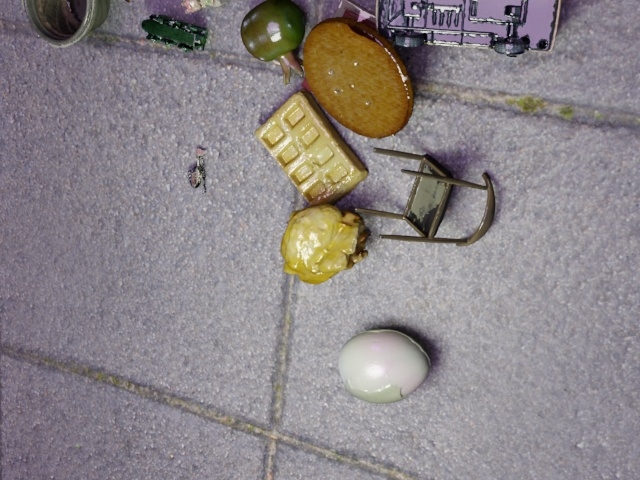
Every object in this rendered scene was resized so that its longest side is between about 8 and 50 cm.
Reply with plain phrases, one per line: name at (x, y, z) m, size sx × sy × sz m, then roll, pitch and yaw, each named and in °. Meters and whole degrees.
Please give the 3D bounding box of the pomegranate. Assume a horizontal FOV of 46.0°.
pomegranate at (-0.094, -0.467, 1.766) m, size 0.152 × 0.131 × 0.191 m, roll -24°, pitch 108°, yaw 34°

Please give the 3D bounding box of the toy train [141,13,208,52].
toy train at (-0.355, -0.516, 1.868) m, size 0.170 × 0.111 × 0.071 m, roll 19°, pitch 112°, yaw 13°

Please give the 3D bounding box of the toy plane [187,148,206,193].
toy plane at (-0.324, -0.183, 1.987) m, size 0.049 × 0.031 × 0.121 m, roll 9°, pitch 110°, yaw 15°

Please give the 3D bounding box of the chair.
chair at (0.242, -0.093, 1.715) m, size 0.272 × 0.166 × 0.188 m, roll 8°, pitch 112°, yaw -24°

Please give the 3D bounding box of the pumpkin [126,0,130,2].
pumpkin at (-0.512, -0.664, 1.918) m, size 0.073 × 0.035 × 0.101 m, roll 41°, pitch 160°, yaw 11°

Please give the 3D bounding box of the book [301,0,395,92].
book at (0.068, -0.425, 1.761) m, size 0.162 × 0.022 × 0.232 m, roll 32°, pitch 114°, yaw 9°

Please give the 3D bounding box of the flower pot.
flower pot at (-0.636, -0.616, 1.937) m, size 0.235 × 0.140 × 0.236 m, roll 5°, pitch 104°, yaw 22°

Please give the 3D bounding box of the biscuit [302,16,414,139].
biscuit at (0.083, -0.356, 1.669) m, size 0.305 × 0.038 × 0.305 m, roll 31°, pitch 147°, yaw 23°

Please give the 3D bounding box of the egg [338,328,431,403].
egg at (0.160, 0.303, 1.836) m, size 0.217 × 0.183 × 0.183 m, roll -15°, pitch 98°, yaw 20°

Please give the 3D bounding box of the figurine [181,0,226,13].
figurine at (-0.307, -0.599, 1.828) m, size 0.146 × 0.098 × 0.081 m, roll -2°, pitch 116°, yaw 21°

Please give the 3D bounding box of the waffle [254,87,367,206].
waffle at (-0.025, -0.216, 1.838) m, size 0.168 × 0.057 × 0.274 m, roll -38°, pitch 88°, yaw 26°

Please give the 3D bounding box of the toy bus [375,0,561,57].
toy bus at (0.307, -0.483, 1.551) m, size 0.365 × 0.202 × 0.177 m, roll 10°, pitch 114°, yaw 17°

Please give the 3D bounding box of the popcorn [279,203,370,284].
popcorn at (0.000, 0.001, 1.803) m, size 0.253 × 0.191 × 0.190 m, roll -25°, pitch 105°, yaw 35°
